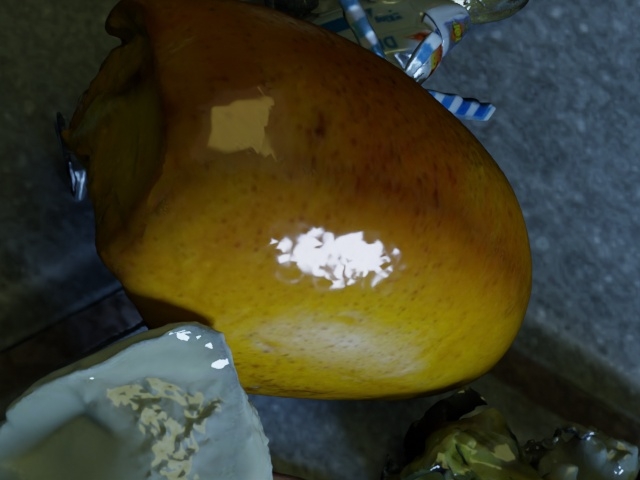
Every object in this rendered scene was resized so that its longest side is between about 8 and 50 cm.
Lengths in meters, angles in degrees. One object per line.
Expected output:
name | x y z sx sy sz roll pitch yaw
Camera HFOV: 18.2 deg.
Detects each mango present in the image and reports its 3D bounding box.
mango | 0.000 0.000 1.126 0.350 0.199 0.201 31 80 -40

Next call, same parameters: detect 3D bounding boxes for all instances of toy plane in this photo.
toy plane | -0.031 -0.091 1.235 0.273 0.107 0.182 -30 130 -3

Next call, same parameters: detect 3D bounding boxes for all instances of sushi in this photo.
sushi | 0.182 0.180 1.179 0.291 0.139 0.131 32 57 -1

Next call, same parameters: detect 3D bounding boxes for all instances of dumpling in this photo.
dumpling | -0.108 0.140 1.068 0.166 0.216 0.126 -1 54 -7

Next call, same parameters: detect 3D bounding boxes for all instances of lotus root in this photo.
lotus root | 0.106 -0.171 1.322 0.099 0.049 0.054 -9 58 -29

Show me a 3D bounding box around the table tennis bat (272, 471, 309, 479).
table tennis bat | 0.014 0.220 1.177 0.247 0.022 0.138 22 67 -14
